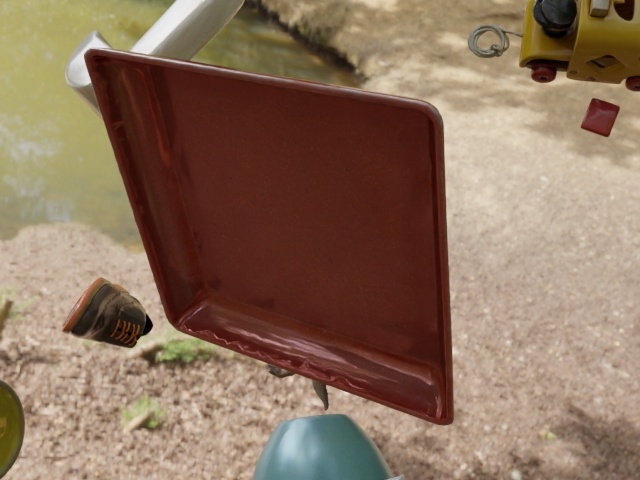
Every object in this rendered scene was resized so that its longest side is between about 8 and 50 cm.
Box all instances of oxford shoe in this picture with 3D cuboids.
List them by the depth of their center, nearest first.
[{"bbox_3d":[-0.328,0.122,1.316,0.098,0.097,0.271,34,2,3],"label":"oxford shoe"}]

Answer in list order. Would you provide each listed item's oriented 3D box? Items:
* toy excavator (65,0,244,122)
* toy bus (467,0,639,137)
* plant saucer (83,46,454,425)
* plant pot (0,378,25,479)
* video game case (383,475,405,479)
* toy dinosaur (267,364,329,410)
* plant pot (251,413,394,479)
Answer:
[{"bbox_3d":[-0.098,-0.364,0.969,0.433,0.222,0.445,-27,41,14],"label":"toy excavator"},{"bbox_3d":[0.287,-0.226,0.858,0.202,0.104,0.191,-37,73,-5],"label":"toy bus"},{"bbox_3d":[-0.022,-0.009,0.574,0.259,0.258,0.047,14,43,27],"label":"plant saucer"},{"bbox_3d":[-0.600,0.288,1.261,0.239,0.254,0.254,-2,21,24],"label":"plant pot"},{"bbox_3d":[0.073,0.332,0.987,0.011,0.122,0.087,-30,90,-49],"label":"video game case"},{"bbox_3d":[-0.006,0.148,1.517,0.127,0.200,0.295,45,22,-57],"label":"toy dinosaur"},{"bbox_3d":[-0.001,0.430,1.540,0.290,0.290,0.195,1,71,-24],"label":"plant pot"}]
